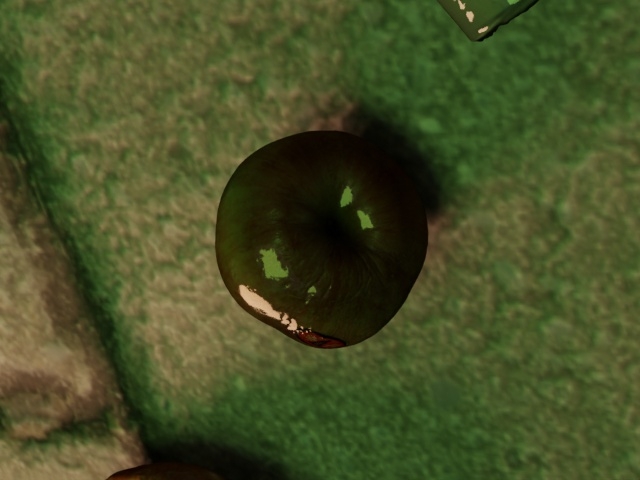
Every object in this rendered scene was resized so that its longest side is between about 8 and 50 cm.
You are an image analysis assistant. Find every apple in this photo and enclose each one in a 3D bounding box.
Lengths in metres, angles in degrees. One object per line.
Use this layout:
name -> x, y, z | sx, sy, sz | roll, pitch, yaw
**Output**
apple -> -0.001, -0.003, 1.137 | 0.126, 0.126, 0.102 | 49, 161, -4

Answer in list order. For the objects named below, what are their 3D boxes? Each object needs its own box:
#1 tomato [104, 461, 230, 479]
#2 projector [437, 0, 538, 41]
tomato -> -0.084, 0.271, 1.380 | 0.236, 0.095, 0.237 | 6, 97, 52
projector -> 0.007, -0.253, 0.956 | 0.337, 0.108, 0.108 | 49, 136, -3
